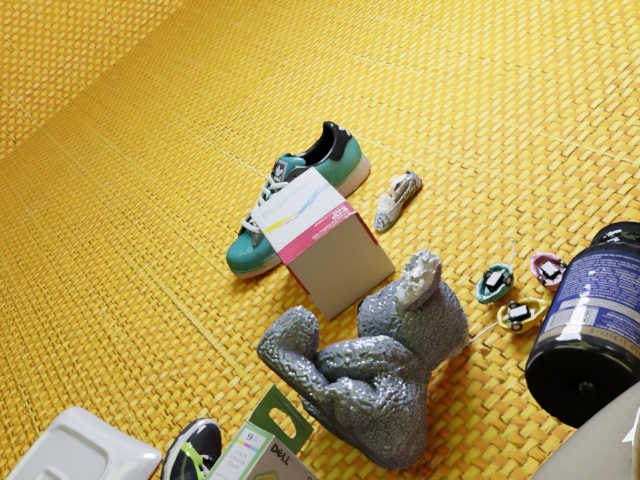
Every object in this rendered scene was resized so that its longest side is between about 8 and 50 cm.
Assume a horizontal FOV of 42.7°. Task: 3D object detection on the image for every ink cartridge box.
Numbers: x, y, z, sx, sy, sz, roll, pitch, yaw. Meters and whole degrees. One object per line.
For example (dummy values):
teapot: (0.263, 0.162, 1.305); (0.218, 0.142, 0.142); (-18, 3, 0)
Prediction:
ink cartridge box: (-0.070, 0.286, 0.952); (0.062, 0.109, 0.209); (10, 56, 47)
ink cartridge box: (0.000, 0.000, 1.206); (0.127, 0.128, 0.176); (-38, 35, -1)

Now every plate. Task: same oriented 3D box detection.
plate: (-0.395, 0.379, 1.192); (0.278, 0.045, 0.277); (9, 55, 46)

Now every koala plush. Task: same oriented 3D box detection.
koala plush: (0.086, 0.128, 0.946); (0.203, 0.196, 0.221); (29, 70, 41)

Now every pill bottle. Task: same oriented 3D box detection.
pill bottle: (0.298, 0.079, 0.839); (0.123, 0.122, 0.219); (-5, 33, 38)

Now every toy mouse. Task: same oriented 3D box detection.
toy mouse: (0.250, 0.054, 1.006); (0.161, 0.031, 0.143); (-24, 37, 18)

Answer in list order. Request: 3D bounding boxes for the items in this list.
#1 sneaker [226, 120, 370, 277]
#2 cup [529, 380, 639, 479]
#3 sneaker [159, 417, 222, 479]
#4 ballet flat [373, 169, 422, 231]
sneaker: (-0.057, -0.074, 1.351); (0.302, 0.121, 0.108); (-45, 35, -11)
cup: (0.233, 0.274, 0.559); (0.237, 0.331, 0.331); (-40, 25, 43)
sneaker: (-0.151, 0.335, 1.006); (0.097, 0.084, 0.234); (-2, 55, 31)
ballet flat: (0.112, -0.066, 1.262); (0.041, 0.041, 0.114); (17, 61, 50)
